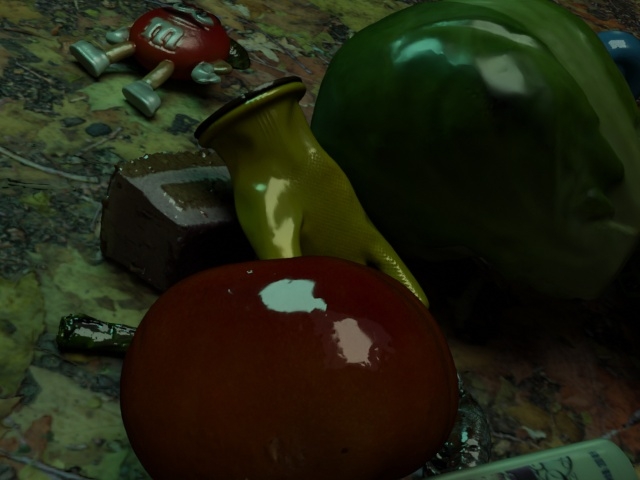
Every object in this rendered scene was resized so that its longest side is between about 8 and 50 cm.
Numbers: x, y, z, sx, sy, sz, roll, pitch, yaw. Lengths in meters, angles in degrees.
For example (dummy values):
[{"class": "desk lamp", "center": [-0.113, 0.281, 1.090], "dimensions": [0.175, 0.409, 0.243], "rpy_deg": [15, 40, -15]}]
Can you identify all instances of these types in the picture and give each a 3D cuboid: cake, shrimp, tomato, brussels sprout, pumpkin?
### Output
[{"class": "cake", "center": [-0.118, -0.030, 1.027], "dimensions": [0.116, 0.113, 0.295], "rpy_deg": [40, 26, 15]}, {"class": "shrimp", "center": [0.122, 0.175, 0.883], "dimensions": [0.056, 0.065, 0.165], "rpy_deg": [48, 23, -19]}, {"class": "tomato", "center": [-0.021, 0.103, 0.748], "dimensions": [0.260, 0.180, 0.260], "rpy_deg": [-3, -3, 0]}, {"class": "brussels sprout", "center": [0.173, -0.098, 1.024], "dimensions": [0.371, 0.314, 0.276], "rpy_deg": [22, 22, 14]}, {"class": "pumpkin", "center": [-0.134, -0.274, 1.389], "dimensions": [0.083, 0.028, 0.050], "rpy_deg": [28, 32, 2]}]

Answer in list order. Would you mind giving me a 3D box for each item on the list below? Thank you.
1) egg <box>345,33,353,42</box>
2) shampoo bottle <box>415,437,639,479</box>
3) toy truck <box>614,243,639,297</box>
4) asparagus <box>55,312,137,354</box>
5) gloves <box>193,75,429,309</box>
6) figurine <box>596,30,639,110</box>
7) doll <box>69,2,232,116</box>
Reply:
[{"class": "egg", "center": [0.079, -0.227, 1.360], "dimensions": [0.116, 0.118, 0.140], "rpy_deg": [-27, 46, -28]}, {"class": "shampoo bottle", "center": [0.105, 0.246, 0.744], "dimensions": [0.359, 0.078, 0.134], "rpy_deg": [-4, 74, -33]}, {"class": "toy truck", "center": [0.387, -0.008, 1.178], "dimensions": [0.259, 0.135, 0.128], "rpy_deg": [57, 38, -6]}, {"class": "asparagus", "center": [-0.150, 0.093, 0.871], "dimensions": [0.165, 0.030, 0.036], "rpy_deg": [12, 11, -11]}, {"class": "gloves", "center": [0.001, -0.001, 0.934], "dimensions": [0.133, 0.116, 0.294], "rpy_deg": [-28, 86, -7]}, {"class": "figurine", "center": [0.440, -0.098, 1.327], "dimensions": [0.416, 0.243, 0.298], "rpy_deg": [30, 20, -24]}, {"class": "doll", "center": [-0.193, -0.249, 1.274], "dimensions": [0.183, 0.085, 0.217], "rpy_deg": [36, 46, 22]}]
